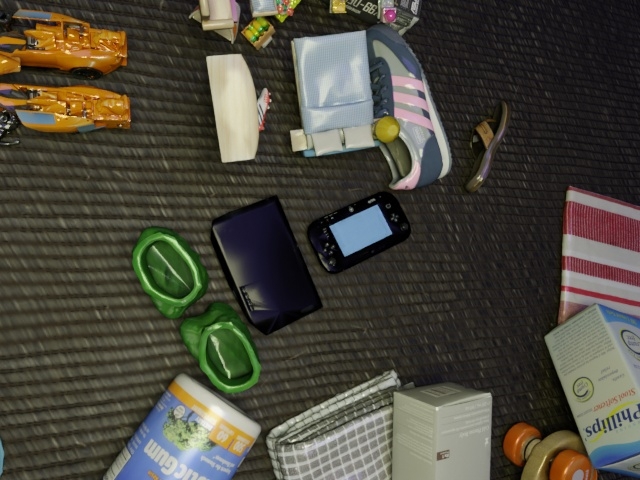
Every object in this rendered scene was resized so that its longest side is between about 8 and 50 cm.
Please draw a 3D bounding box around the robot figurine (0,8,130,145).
[{"bbox_3d":[-0.430,-0.242,0.700,0.291,0.085,0.211,-3,84,-23],"label":"robot figurine"}]

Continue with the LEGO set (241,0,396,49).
[{"bbox_3d":[0.000,-0.417,0.833,0.287,0.107,0.132,-15,116,-8],"label":"LEGO set"}]

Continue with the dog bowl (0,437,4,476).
[{"bbox_3d":[-0.563,0.296,0.593,0.297,0.074,0.166,3,83,-23],"label":"dog bowl"}]

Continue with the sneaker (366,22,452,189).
[{"bbox_3d":[0.133,-0.246,0.918,0.131,0.112,0.319,-27,94,-25],"label":"sneaker"}]

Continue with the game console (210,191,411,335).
[{"bbox_3d":[0.000,0.000,0.873,0.361,0.044,0.213,-24,94,-23],"label":"game console"}]

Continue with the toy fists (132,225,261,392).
[{"bbox_3d":[-0.186,0.103,0.735,0.096,0.142,0.279,-34,97,-5],"label":"toy fists"}]

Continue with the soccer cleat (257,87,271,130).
[{"bbox_3d":[-0.111,-0.231,0.861,0.036,0.029,0.083,13,84,-25],"label":"soccer cleat"}]

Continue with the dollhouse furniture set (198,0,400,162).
[{"bbox_3d":[-0.017,-0.264,0.743,0.303,0.198,0.286,-9,108,-11],"label":"dollhouse furniture set"}]

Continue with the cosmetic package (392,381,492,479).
[{"bbox_3d":[0.185,0.351,0.756,0.127,0.107,0.238,-1,89,-33],"label":"cosmetic package"}]

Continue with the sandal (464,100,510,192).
[{"bbox_3d":[0.339,-0.203,1.025,0.060,0.090,0.219,25,82,4],"label":"sandal"}]

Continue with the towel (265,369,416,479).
[{"bbox_3d":[0.074,0.383,0.819,0.284,0.121,0.235,-18,92,-23],"label":"towel"}]

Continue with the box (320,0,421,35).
[{"bbox_3d":[0.097,-0.593,0.960,0.242,0.076,0.307,14,79,-20],"label":"box"}]

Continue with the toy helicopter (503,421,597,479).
[{"bbox_3d":[0.457,0.554,0.975,0.235,0.140,0.355,21,87,-28],"label":"toy helicopter"}]

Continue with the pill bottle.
[{"bbox_3d":[-0.218,0.341,0.687,0.152,0.152,0.272,39,71,-14],"label":"pill bottle"}]

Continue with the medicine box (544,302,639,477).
[{"bbox_3d":[0.636,0.308,0.975,0.263,0.149,0.289,19,42,-20],"label":"medicine box"}]

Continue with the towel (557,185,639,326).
[{"bbox_3d":[0.652,0.057,1.140,0.237,0.037,0.329,12,78,-19],"label":"towel"}]

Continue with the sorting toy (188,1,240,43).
[{"bbox_3d":[-0.173,-0.400,0.854,0.083,0.045,0.075,26,56,-18],"label":"sorting toy"}]
